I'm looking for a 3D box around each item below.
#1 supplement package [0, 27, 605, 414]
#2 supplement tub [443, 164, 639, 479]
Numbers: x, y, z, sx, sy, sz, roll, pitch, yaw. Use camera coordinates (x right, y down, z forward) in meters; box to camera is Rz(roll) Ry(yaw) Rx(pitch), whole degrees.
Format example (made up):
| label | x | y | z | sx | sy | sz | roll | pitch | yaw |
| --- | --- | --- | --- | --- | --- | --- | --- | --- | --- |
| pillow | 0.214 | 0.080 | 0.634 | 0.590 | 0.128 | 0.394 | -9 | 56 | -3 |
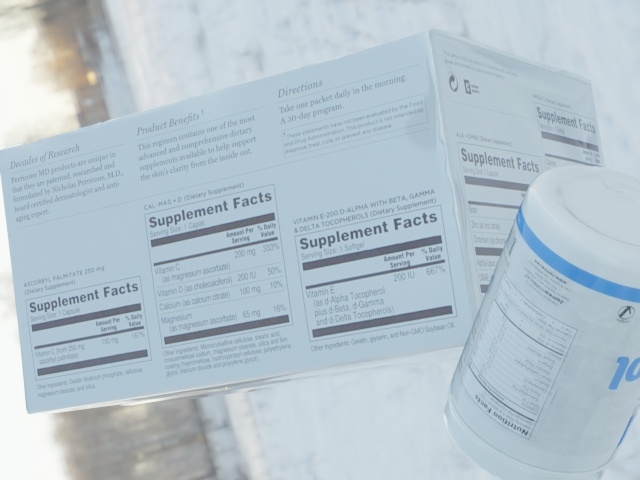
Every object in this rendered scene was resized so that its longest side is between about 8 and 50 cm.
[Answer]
| label | x | y | z | sx | sy | sz | roll | pitch | yaw |
| --- | --- | --- | --- | --- | --- | --- | --- | --- | --- |
| supplement package | 0.000 | 0.000 | 0.808 | 0.204 | 0.261 | 0.145 | 3 | -102 | -59 |
| supplement tub | 0.094 | 0.033 | 0.566 | 0.071 | 0.071 | 0.107 | -113 | 34 | -53 |
